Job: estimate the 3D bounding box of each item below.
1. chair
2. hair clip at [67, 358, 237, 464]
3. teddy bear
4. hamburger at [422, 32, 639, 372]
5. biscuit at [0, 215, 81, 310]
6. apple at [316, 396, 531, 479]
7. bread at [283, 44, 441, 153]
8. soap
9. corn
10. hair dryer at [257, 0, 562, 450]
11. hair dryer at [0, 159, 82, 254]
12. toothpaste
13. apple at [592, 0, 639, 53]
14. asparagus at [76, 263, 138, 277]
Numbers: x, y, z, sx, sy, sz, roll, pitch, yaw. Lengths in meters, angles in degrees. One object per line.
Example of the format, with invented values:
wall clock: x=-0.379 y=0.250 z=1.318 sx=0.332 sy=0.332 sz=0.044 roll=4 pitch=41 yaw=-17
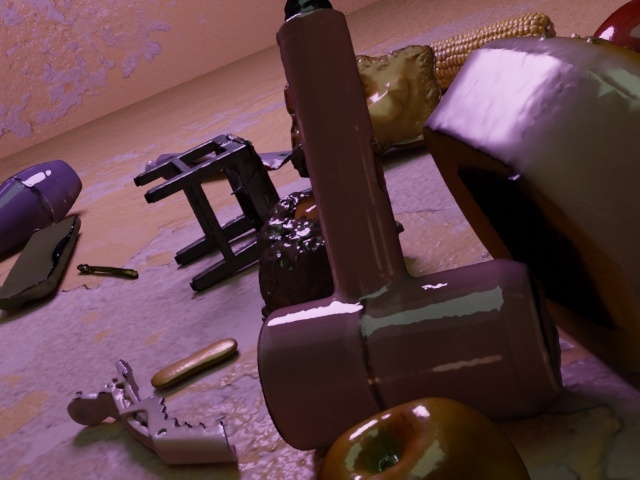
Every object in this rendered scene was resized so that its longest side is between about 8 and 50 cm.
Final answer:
chair: x=-0.078 y=-0.069 z=0.965 sx=0.270 sy=0.147 sz=0.136 roll=-27 pitch=21 yaw=-10
hair clip: x=-0.146 y=0.153 z=0.641 sx=0.072 sy=0.034 sz=0.226 roll=-36 pitch=27 yaw=-27
teddy bear: x=0.000 y=0.000 z=0.766 sx=0.190 sy=0.140 sz=0.177 roll=-58 pitch=-1 yaw=-44
hamburger: x=0.189 y=-0.040 z=0.531 sx=0.151 sy=0.227 sz=0.295 roll=-37 pitch=24 yaw=3
biscuit: x=-0.434 y=0.029 z=1.209 sx=0.099 sy=0.038 sz=0.322 roll=-25 pitch=22 yaw=-2
apple: x=0.053 y=0.135 z=0.400 sx=0.114 sy=0.102 sz=0.099 roll=-9 pitch=25 yaw=31
bread: x=0.066 y=-0.189 z=1.130 sx=0.233 sy=0.160 sz=0.088 roll=-7 pitch=-22 yaw=5
soap: x=-0.119 y=0.117 z=0.732 sx=0.089 sy=0.012 sz=0.034 roll=-26 pitch=22 yaw=-11
corn: x=0.275 y=-0.315 z=1.302 sx=0.244 sy=0.093 sz=0.093 roll=-6 pitch=26 yaw=35
hair dryer: x=0.034 y=-0.038 z=0.531 sx=0.189 sy=0.344 sz=0.107 roll=-15 pitch=-3 yaw=20
hair dryer: x=-0.642 y=-0.025 z=1.496 sx=0.301 sy=0.121 sz=0.361 roll=-46 pitch=21 yaw=-31
toothpaste: x=-0.187 y=-0.138 z=1.373 sx=0.301 sy=0.048 sz=0.075 roll=-2 pitch=0 yaw=27
apple: x=0.338 y=-0.145 z=0.715 sx=0.181 sy=0.181 sz=0.168 roll=-30 pitch=28 yaw=-23
asparagus: x=-0.302 y=0.042 z=1.088 sx=0.166 sy=0.013 sz=0.016 roll=3 pitch=21 yaw=46
